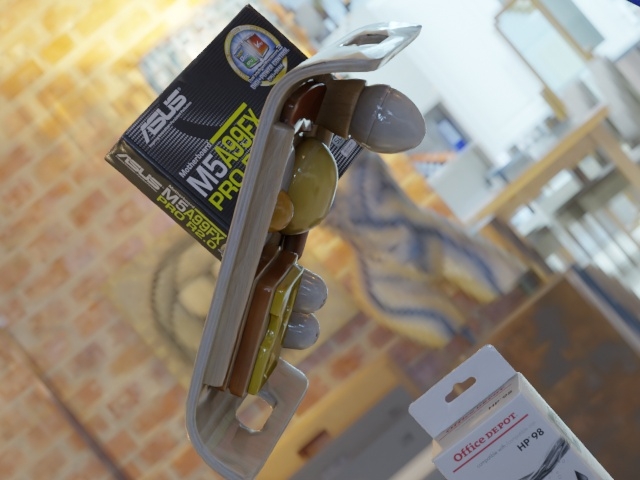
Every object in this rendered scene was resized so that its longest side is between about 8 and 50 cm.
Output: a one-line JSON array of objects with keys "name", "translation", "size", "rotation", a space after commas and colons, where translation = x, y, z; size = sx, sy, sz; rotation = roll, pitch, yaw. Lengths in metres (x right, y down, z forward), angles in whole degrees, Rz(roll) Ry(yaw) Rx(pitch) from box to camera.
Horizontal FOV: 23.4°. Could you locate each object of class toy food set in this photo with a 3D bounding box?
[{"name": "toy food set", "translation": [0.000, 0.000, 1.088], "size": [0.220, 0.092, 0.306], "rotation": [-53, -21, -72]}]

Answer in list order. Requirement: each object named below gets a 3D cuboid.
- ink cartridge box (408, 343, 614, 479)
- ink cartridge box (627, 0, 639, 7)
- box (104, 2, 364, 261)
[{"name": "ink cartridge box", "translation": [0.170, 0.193, 1.364], "size": [0.104, 0.180, 0.060], "rotation": [-41, 7, 13]}, {"name": "ink cartridge box", "translation": [0.360, -0.265, 1.532], "size": [0.097, 0.207, 0.046], "rotation": [-63, 8, 15]}, {"name": "box", "translation": [-0.082, -0.113, 1.755], "size": [0.270, 0.216, 0.060], "rotation": [-52, 7, -38]}]
